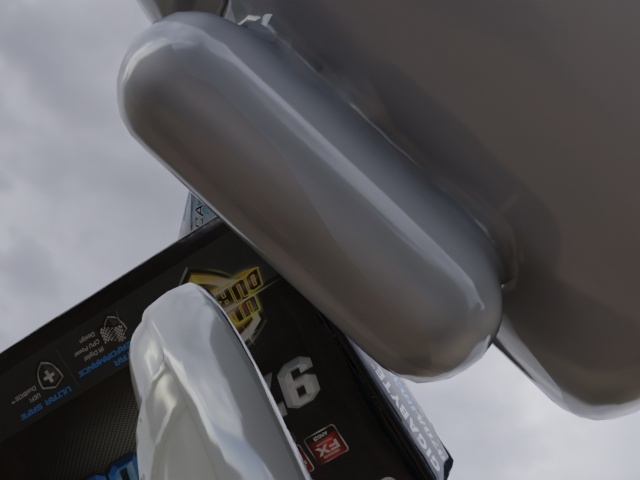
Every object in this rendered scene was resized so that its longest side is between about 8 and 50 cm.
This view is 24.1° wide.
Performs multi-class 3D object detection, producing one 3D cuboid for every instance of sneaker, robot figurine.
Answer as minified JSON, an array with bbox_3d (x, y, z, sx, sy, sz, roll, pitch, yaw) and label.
[{"bbox_3d":[-0.038,0.143,0.447,0.123,0.290,0.106,-21,-35,0],"label":"sneaker"},{"bbox_3d":[0.074,-0.086,0.482,0.353,0.300,0.200,42,-37,6],"label":"robot figurine"}]

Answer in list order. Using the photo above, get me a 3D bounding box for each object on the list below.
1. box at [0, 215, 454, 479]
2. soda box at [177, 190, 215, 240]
[{"bbox_3d":[-0.068,0.098,0.784,0.220,0.051,0.175,-31,-88,19],"label":"box"},{"bbox_3d":[0.000,0.000,0.945,0.058,0.183,0.063,24,-77,48],"label":"soda box"}]
